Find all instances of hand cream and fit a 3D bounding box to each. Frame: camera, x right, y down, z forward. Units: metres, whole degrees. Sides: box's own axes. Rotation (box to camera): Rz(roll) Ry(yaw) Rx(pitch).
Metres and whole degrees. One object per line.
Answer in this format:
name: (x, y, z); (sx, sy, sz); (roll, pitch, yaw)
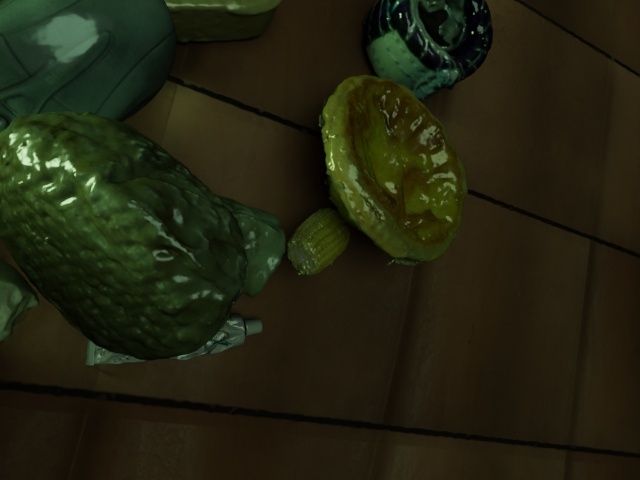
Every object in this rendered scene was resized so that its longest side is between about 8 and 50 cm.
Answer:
hand cream: (-0.215, 0.143, 0.637); (0.256, 0.050, 0.084); (1, 88, -19)

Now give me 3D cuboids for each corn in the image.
corn: (0.000, 0.000, 0.685); (0.165, 0.063, 0.085); (-47, 130, -61)

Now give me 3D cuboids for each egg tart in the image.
egg tart: (0.113, -0.116, 0.723); (0.340, 0.132, 0.342); (12, 69, -34)

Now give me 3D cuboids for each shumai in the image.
shumai: (-0.205, -0.034, 0.553); (0.330, 0.292, 0.288); (46, 41, -4)

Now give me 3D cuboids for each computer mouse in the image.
computer mouse: (-0.344, -0.195, 0.520); (0.370, 0.122, 0.188); (-40, 123, -1)

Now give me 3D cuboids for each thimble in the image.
thimble: (0.204, -0.390, 0.794); (0.237, 0.150, 0.238); (1, 86, -24)

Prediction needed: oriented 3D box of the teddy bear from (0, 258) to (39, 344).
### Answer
teddy bear: (-0.486, 0.132, 0.381); (0.362, 0.327, 0.375); (-54, 134, -17)

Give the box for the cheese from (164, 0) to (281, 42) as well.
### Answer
cheese: (-0.269, -0.489, 0.629); (0.383, 0.104, 0.385); (1, 87, -22)
